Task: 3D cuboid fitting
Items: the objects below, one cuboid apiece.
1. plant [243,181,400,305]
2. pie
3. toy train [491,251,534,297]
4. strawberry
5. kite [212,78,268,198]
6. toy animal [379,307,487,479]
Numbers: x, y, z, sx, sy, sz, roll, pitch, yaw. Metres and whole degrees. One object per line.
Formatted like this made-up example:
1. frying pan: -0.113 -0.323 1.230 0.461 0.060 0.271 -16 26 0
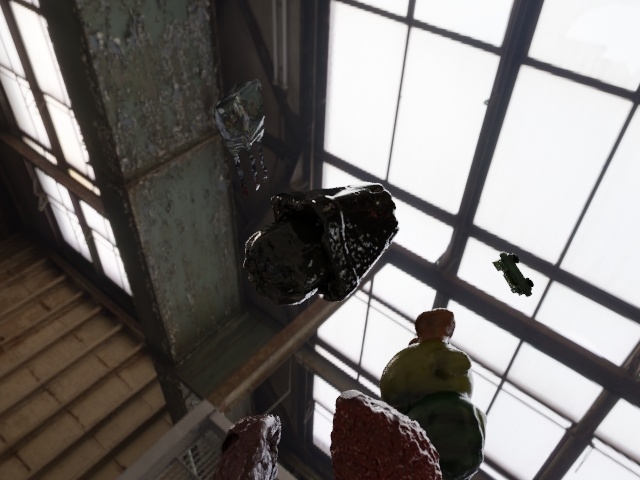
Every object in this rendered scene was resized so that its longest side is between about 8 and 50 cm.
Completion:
1. plant: 0.000 0.000 0.829 0.256 0.164 0.142 -28 -154 -33
2. pie: -0.065 0.212 0.435 0.038 0.153 0.153 10 -136 8
3. toy train: 0.460 0.082 1.317 0.050 0.081 0.122 -30 -95 -5
4. strawberry: 0.070 0.237 0.619 0.131 0.148 0.131 -7 -176 0
5. kite: -0.151 -0.202 1.127 0.015 0.245 0.141 25 -130 31
6. toy animal: 0.217 0.318 1.111 0.191 0.216 0.338 0 -133 -1
